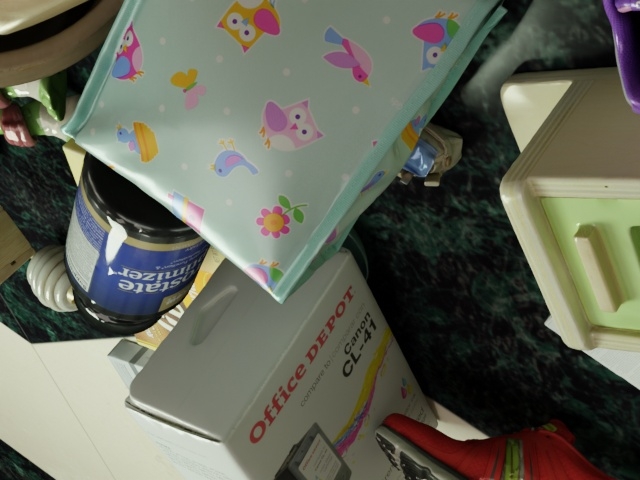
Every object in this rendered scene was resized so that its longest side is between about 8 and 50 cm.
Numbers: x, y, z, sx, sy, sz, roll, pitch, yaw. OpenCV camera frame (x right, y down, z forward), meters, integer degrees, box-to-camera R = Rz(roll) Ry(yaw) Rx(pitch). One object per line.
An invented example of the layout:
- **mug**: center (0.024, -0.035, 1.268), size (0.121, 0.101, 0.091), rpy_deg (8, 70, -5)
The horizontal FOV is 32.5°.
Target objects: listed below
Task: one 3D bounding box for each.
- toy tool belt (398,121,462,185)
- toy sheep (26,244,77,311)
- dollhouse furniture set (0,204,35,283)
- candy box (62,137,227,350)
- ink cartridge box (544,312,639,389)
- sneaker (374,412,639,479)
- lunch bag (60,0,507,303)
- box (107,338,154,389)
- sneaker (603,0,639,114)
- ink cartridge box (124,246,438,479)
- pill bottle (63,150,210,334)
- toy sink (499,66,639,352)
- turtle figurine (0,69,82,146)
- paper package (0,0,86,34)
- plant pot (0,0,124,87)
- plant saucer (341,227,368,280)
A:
- **toy tool belt**: center (0.067, -0.072, 0.868), size (0.083, 0.051, 0.052), rpy_deg (24, 145, 24)
- **toy sheep**: center (-0.329, 0.048, 1.401), size (0.132, 0.091, 0.091), rpy_deg (25, 146, 31)
- **dollhouse furniture set**: center (-0.542, -0.018, 1.285), size (0.303, 0.198, 0.286), rpy_deg (-17, 111, 54)
- **candy box**: center (-0.136, 0.017, 1.156), size (0.182, 0.087, 0.317), rpy_deg (21, 144, 26)
- **ink cartridge box**: center (0.247, 0.078, 0.895), size (0.115, 0.029, 0.063), rpy_deg (35, 148, 6)
- **sneaker**: center (0.189, 0.219, 1.045), size (0.279, 0.118, 0.107), rpy_deg (21, 158, 15)
- **lunch bag**: center (-0.023, -0.130, 0.783), size (0.223, 0.160, 0.262), rpy_deg (37, 114, 6)
- **box**: center (-0.193, 0.215, 1.514), size (0.186, 0.038, 0.145), rpy_deg (11, 139, 36)
- **sneaker**: center (0.185, -0.162, 0.557), size (0.095, 0.104, 0.237), rpy_deg (12, 124, 43)
- **ink cartridge box**: center (-0.022, 0.171, 1.074), size (0.131, 0.226, 0.306), rpy_deg (15, 148, 34)
- **pill bottle**: center (-0.159, -0.005, 0.962), size (0.122, 0.123, 0.219), rpy_deg (37, 145, 4)
- **toy sink**: center (0.211, -0.017, 0.714), size (0.234, 0.131, 0.153), rpy_deg (6, 135, 42)
- **turtle figurine**: center (-0.375, -0.093, 1.080), size (0.266, 0.275, 0.198), rpy_deg (-4, 123, 6)
- **paper package**: center (-0.105, -0.303, 0.544), size (0.324, 0.168, 0.310), rpy_deg (-19, 118, 29)
- **plant pot**: center (-0.262, -0.223, 0.865), size (0.263, 0.263, 0.229), rpy_deg (40, 166, -2)
- **plant saucer**: center (0.000, 0.000, 1.058), size (0.119, 0.021, 0.119), rpy_deg (27, 147, 19)
